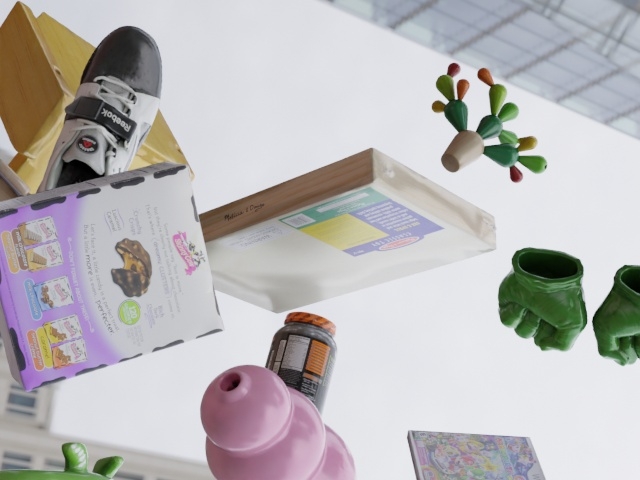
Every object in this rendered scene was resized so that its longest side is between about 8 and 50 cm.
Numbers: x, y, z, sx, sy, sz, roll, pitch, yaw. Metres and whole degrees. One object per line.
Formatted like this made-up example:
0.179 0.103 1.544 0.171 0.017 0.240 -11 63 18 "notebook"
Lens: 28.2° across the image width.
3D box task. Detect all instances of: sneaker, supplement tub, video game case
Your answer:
-0.305 -0.144 1.780 0.146 0.122 0.331 -163 -86 -79 "sneaker"
-0.038 0.224 2.155 0.117 0.117 0.190 -20 -132 52 "supplement tub"
0.147 0.209 1.199 0.087 0.122 0.011 -99 -165 -65 "video game case"

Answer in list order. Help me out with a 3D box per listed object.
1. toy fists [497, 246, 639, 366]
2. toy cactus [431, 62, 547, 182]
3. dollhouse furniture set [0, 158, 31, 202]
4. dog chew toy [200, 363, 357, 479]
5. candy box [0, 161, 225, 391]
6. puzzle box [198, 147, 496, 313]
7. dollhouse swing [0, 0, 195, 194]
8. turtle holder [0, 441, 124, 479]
0.394 0.107 1.848 0.096 0.279 0.142 -67 161 -47 "toy fists"
0.237 -0.160 1.939 0.180 0.219 0.112 -41 -179 -37 "toy cactus"
-0.540 -0.053 1.491 0.303 0.286 0.198 -45 -168 -13 "dollhouse furniture set"
-0.072 0.304 1.853 0.206 0.332 0.207 -13 -137 12 "dog chew toy"
-0.204 0.029 1.178 0.070 0.196 0.165 15 -61 66 "candy box"
0.000 0.000 1.744 0.409 0.272 0.052 -18 -120 37 "puzzle box"
-0.441 -0.131 2.090 0.305 0.347 0.315 -39 -123 13 "dollhouse swing"
-0.378 0.397 1.653 0.320 0.243 0.228 131 -41 -65 "turtle holder"
